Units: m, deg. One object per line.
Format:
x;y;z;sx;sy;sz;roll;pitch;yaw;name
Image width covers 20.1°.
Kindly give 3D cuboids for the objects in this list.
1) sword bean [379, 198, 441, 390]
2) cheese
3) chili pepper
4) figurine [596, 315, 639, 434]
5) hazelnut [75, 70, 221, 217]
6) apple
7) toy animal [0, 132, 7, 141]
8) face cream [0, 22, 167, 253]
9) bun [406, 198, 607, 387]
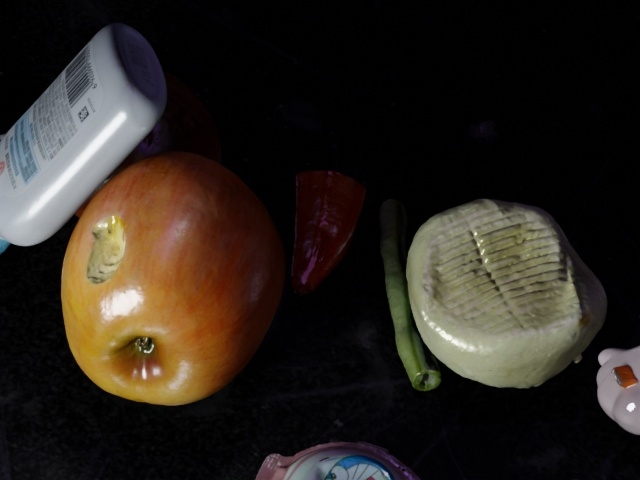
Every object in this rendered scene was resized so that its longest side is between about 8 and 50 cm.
0.098;0.056;2.078;0.043;0.038;0.269;8;47;-18;sword bean
0.065;0.296;1.840;0.286;0.074;0.189;22;51;9;cheese
-0.004;-0.002;2.100;0.088;0.065;0.169;13;52;3;chili pepper
0.377;0.149;1.999;0.137;0.112;0.229;32;38;8;figurine
-0.212;-0.103;2.082;0.204;0.178;0.178;-21;55;-22;hazelnut
-0.158;0.044;1.916;0.242;0.242;0.241;14;52;3;apple
-0.344;-0.091;2.098;0.098;0.098;0.137;30;51;17;toy animal
-0.298;-0.079;1.958;0.080;0.337;0.163;28;28;-35;face cream
0.206;0.063;2.025;0.229;0.145;0.229;-1;65;2;bun
